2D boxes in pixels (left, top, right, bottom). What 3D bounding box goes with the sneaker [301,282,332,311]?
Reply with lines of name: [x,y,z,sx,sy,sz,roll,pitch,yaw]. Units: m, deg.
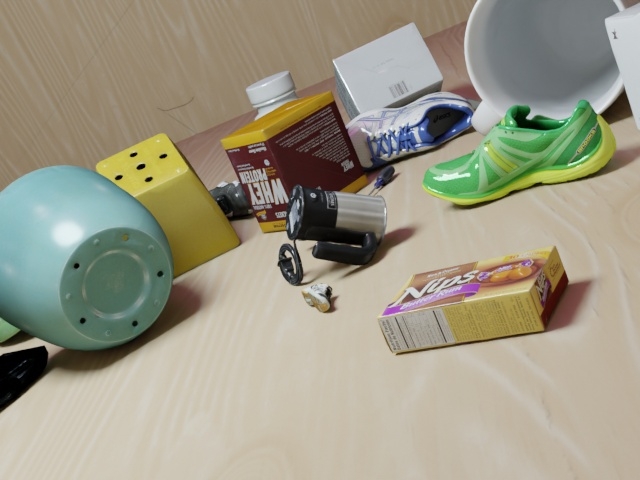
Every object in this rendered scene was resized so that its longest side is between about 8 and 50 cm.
sneaker: [0.002,0.073,1.363,0.037,0.032,0.083,-28,16,-13]

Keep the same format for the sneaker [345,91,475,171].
sneaker: [0.160,-0.214,1.946,0.296,0.111,0.131,-26,16,-5]

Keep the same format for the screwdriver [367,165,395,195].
screwdriver: [0.094,-0.090,1.810,0.170,0.024,0.025,-49,-1,-44]

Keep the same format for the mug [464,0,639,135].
mug: [0.402,-0.328,1.752,0.374,0.276,0.328,-51,-7,32]

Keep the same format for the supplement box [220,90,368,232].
supplement box: [-0.046,-0.146,1.859,0.129,0.194,0.191,-5,24,49]

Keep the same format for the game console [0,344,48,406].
game console: [-0.621,0.262,1.639,0.361,0.044,0.213,-14,18,34]

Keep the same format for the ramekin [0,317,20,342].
ramekin: [-0.575,0.044,1.952,0.303,0.148,0.303,-38,15,12]

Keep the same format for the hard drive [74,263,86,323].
hard drive: [-0.427,0.025,1.760,0.054,0.254,0.172,7,20,20]

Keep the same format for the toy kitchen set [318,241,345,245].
toy kitchen set: [0.000,0.000,1.616,0.068,0.075,0.083,-23,-25,-8]

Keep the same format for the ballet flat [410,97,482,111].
ballet flat: [0.236,-0.270,2.099,0.213,0.068,0.072,-21,16,10]

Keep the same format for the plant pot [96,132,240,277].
plant pot: [-0.303,-0.070,1.859,0.212,0.187,0.212,-26,44,-11]

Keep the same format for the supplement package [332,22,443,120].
supplement package: [0.146,-0.338,2.178,0.194,0.149,0.203,-25,-11,-2]

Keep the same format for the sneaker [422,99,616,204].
sneaker: [0.283,-0.136,1.473,0.296,0.123,0.109,-15,18,31]

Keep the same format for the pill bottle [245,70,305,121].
pill bottle: [-0.069,-0.241,2.148,0.131,0.229,0.131,-22,16,6]

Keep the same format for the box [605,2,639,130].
box: [0.525,-0.258,1.412,0.119,0.181,0.181,-26,16,-16]

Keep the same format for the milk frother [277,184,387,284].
milk frother: [0.013,-0.002,1.499,0.135,0.129,0.143,7,-26,-17]

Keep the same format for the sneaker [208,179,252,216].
sneaker: [-0.209,-0.074,2.098,0.106,0.078,0.234,-31,13,-14]

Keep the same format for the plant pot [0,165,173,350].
plant pot: [-0.369,0.042,1.577,0.293,0.293,0.235,-31,28,-25]

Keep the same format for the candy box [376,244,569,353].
candy box: [0.168,0.066,1.101,0.187,0.053,0.109,-12,19,34]
